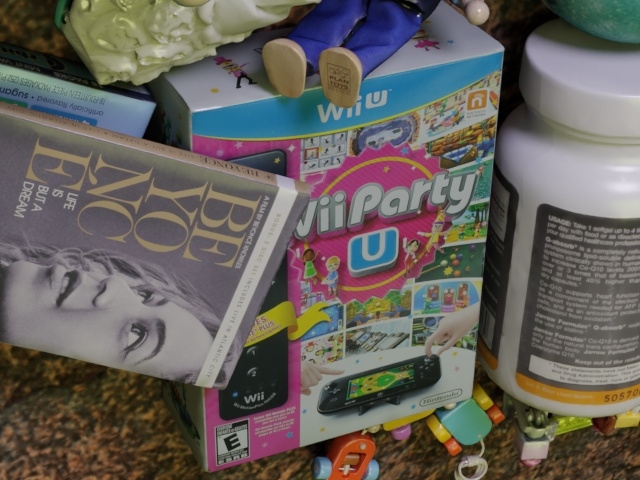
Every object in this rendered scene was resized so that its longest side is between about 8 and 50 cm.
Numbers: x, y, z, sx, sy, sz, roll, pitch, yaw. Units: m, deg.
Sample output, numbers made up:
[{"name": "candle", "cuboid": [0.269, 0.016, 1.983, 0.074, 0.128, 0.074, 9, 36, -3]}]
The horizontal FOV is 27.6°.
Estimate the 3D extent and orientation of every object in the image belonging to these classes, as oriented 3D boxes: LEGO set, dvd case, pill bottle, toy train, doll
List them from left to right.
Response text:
[{"name": "dvd case", "cuboid": [-0.136, 0.008, 0.807, 0.221, 0.018, 0.165, 14, 121, -19]}, {"name": "doll", "cuboid": [0.044, -0.153, 0.817, 0.189, 0.129, 0.046, -54, 146, -38]}, {"name": "toy train", "cuboid": [0.073, 0.162, 1.114, 0.166, 0.046, 0.125, 4, 121, -27]}, {"name": "pill bottle", "cuboid": [0.205, -0.017, 0.979, 0.162, 0.162, 0.278, -13, 127, -20]}, {"name": "LEGO set", "cuboid": [0.298, 0.159, 1.174, 0.287, 0.132, 0.107, 3, 129, -5]}]

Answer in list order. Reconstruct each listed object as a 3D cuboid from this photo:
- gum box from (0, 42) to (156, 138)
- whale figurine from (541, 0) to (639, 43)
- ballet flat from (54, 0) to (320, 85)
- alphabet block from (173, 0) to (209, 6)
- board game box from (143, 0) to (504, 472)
[{"name": "gum box", "cuboid": [-0.211, -0.032, 0.823, 0.157, 0.041, 0.184, 11, 115, -33]}, {"name": "whale figurine", "cuboid": [0.206, -0.250, 0.832, 0.216, 0.141, 0.272, -29, 128, -7]}, {"name": "ballet flat", "cuboid": [0.012, -0.228, 0.725, 0.147, 0.147, 0.409, 31, 103, -40]}, {"name": "alphabet block", "cuboid": [-0.101, -0.252, 0.585, 0.193, 0.192, 0.197, -53, 159, 8]}, {"name": "board game box", "cuboid": [0.000, 0.000, 0.925, 0.224, 0.097, 0.303, -14, 126, -20]}]
